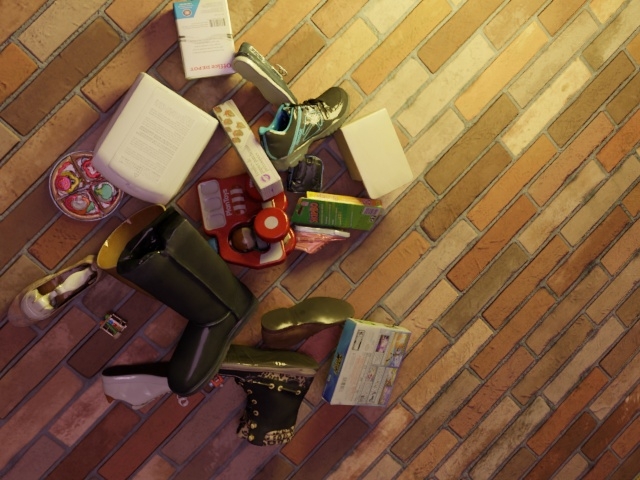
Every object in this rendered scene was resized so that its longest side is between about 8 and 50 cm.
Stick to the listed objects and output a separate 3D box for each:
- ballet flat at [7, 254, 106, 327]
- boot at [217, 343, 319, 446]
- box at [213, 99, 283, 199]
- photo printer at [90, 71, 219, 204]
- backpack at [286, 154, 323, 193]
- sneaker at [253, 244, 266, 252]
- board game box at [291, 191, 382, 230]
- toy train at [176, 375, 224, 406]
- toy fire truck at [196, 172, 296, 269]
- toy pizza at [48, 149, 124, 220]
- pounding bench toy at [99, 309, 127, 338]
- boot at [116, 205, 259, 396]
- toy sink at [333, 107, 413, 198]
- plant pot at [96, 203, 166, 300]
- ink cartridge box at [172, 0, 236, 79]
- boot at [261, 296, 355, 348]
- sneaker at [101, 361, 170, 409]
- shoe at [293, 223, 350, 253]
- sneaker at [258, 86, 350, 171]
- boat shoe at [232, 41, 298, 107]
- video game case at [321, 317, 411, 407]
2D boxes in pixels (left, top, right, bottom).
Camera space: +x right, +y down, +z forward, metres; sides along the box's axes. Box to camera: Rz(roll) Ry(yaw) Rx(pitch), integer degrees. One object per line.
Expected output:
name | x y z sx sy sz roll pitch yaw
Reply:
ballet flat | -0.742 0.143 1.722 0.316 0.106 0.107 -37 106 -6
boot | -0.210 0.473 1.882 0.378 0.138 0.284 8 105 -23
box | -0.203 -0.256 1.714 0.063 0.067 0.324 -28 62 -8
photo printer | -0.467 -0.268 1.718 0.256 0.107 0.307 31 90 -22
backpack | -0.048 -0.202 1.852 0.105 0.084 0.114 6 104 -17
sneaker | -0.177 0.016 1.860 0.167 0.076 0.065 9 98 -16
board game box | 0.047 -0.089 1.883 0.260 0.124 0.039 4 55 -17
toy train | -0.380 0.439 1.894 0.166 0.046 0.125 -34 105 -7
toy fire truck | -0.215 -0.056 1.763 0.254 0.169 0.302 -13 71 1
toy pizza | -0.658 -0.152 1.733 0.201 0.032 0.201 -2 99 -14
pounding bench toy | -0.603 0.246 1.786 0.065 0.083 0.052 41 88 -17
boot | -0.373 0.175 1.610 0.367 0.146 0.445 -58 148 -19
toy sink | 0.157 -0.260 1.871 0.153 0.131 0.234 -27 102 -8
plant pot | -0.452 0.068 1.741 0.237 0.237 0.254 -41 124 -5
ink cartridge box | -0.322 -0.560 1.723 0.148 0.086 0.203 -10 102 -13
boot | -0.041 0.260 1.942 0.305 0.112 0.115 -10 132 -17
sneaker | -0.498 0.436 1.836 0.290 0.106 0.123 -1 104 1
shoe | 0.000 0.000 1.912 0.178 0.063 0.081 6 99 -10
sneaker | -0.039 -0.348 1.759 0.341 0.125 0.139 -50 132 -25
boat shoe | -0.147 -0.462 1.763 0.254 0.095 0.079 34 66 -37
video game case | 0.149 0.395 1.974 0.244 0.061 0.269 15 95 -36
